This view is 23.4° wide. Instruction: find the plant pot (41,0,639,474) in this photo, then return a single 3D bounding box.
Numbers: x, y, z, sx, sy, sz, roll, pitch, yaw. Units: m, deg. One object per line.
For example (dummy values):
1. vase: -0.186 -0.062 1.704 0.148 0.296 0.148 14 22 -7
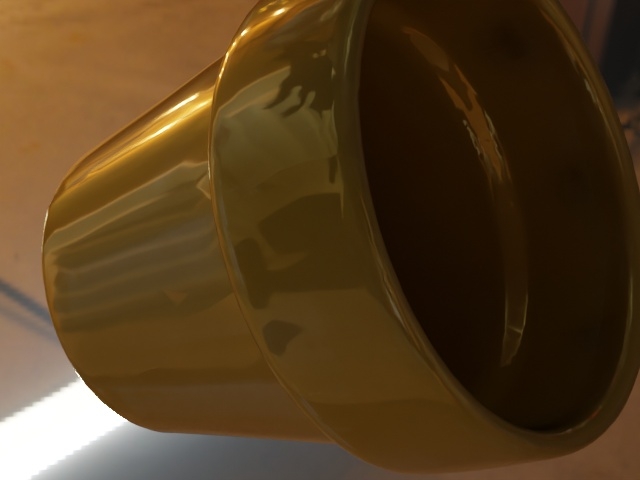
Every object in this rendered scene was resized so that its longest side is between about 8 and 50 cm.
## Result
1. plant pot: 0.000 0.000 0.771 0.239 0.254 0.254 -17 -165 36
